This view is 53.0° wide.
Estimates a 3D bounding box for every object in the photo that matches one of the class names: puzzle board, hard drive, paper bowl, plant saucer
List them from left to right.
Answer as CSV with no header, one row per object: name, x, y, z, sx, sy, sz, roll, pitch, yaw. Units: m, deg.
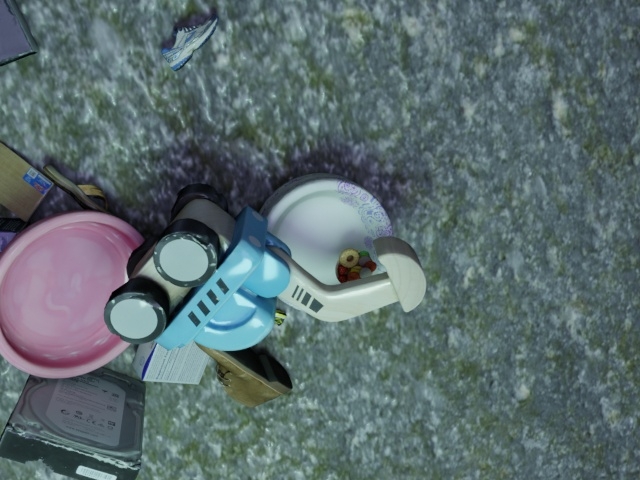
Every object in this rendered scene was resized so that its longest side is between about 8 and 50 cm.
puzzle board,-0.593,-0.112,1.240,0.128,0.011,0.096,38,95,-5
plant saucer,-0.480,0.097,1.238,0.332,0.084,0.332,-20,119,-40
hard drive,-0.457,0.331,1.230,0.237,0.339,0.064,25,96,-17
paper bowl,0.000,0.000,1.350,0.284,0.148,0.284,-4,106,-13

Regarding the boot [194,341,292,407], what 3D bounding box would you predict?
boot,-0.185,0.276,1.368,0.115,0.112,0.305,-35,133,8

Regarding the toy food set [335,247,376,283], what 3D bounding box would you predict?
toy food set,0.071,0.057,1.293,0.082,0.020,0.083,13,101,-16

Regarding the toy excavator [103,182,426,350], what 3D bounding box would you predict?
toy excavator,-0.093,0.078,1.185,0.445,0.222,0.433,37,108,-19

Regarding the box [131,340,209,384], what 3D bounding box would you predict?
box,-0.307,0.230,1.356,0.137,0.072,0.126,16,101,-41

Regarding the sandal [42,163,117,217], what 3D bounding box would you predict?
sandal,-0.463,-0.094,1.267,0.180,0.072,0.049,43,70,-15

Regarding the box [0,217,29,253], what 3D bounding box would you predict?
box,-0.673,0.037,1.223,0.207,0.108,0.153,2,105,-14

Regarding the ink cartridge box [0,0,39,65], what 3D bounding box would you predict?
ink cartridge box,-0.651,-0.461,1.122,0.165,0.065,0.332,-24,108,-5

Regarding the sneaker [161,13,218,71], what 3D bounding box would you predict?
sneaker,-0.254,-0.393,1.239,0.135,0.052,0.058,-45,105,1

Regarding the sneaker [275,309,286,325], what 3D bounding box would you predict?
sneaker,-0.117,0.170,1.429,0.083,0.031,0.035,16,101,-17
